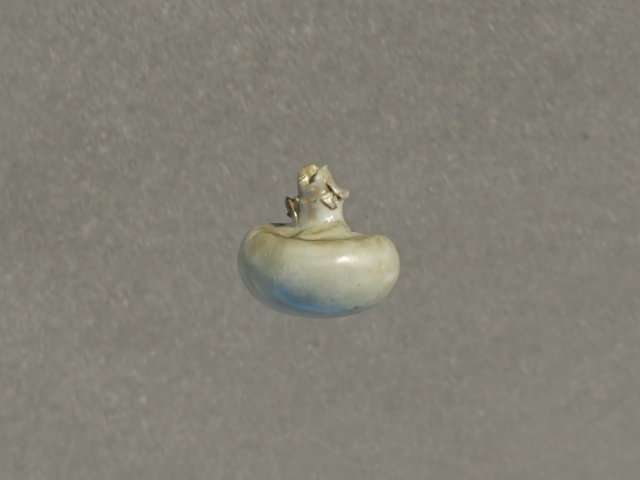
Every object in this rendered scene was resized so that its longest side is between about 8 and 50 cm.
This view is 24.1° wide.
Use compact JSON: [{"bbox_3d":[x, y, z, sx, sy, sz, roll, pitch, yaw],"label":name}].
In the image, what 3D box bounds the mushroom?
[{"bbox_3d":[0.000,0.000,0.777,0.085,0.085,0.079,5,93,-24],"label":"mushroom"}]
